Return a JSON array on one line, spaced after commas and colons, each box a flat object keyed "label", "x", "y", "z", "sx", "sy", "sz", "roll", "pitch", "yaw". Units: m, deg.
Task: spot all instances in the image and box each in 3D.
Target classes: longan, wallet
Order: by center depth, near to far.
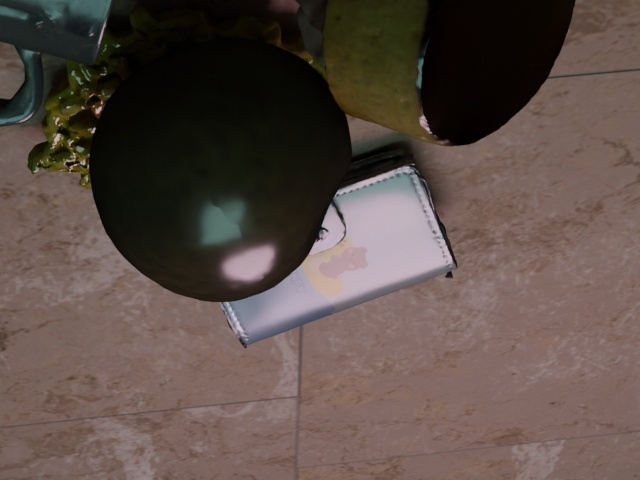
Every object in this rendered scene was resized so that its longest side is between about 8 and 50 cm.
[{"label": "longan", "x": -0.079, "y": -0.055, "z": 1.454, "sx": 0.198, "sy": 0.198, "sz": 0.212, "roll": 20, "pitch": 130, "yaw": -37}, {"label": "wallet", "x": 0.000, "y": 0.000, "z": 1.750, "sx": 0.231, "sy": 0.069, "sz": 0.170, "roll": -19, "pitch": 129, "yaw": 9}]

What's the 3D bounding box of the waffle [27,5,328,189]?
[{"label": "waffle", "x": -0.110, "y": -0.104, "z": 1.576, "sx": 0.245, "sy": 0.052, "sz": 0.254, "roll": 11, "pitch": 142, "yaw": -26}]

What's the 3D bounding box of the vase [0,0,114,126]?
[{"label": "vase", "x": -0.272, "y": -0.203, "z": 1.287, "sx": 0.301, "sy": 0.156, "sz": 0.251, "roll": 7, "pitch": 109, "yaw": -13}]

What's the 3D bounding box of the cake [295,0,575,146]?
[{"label": "cake", "x": 0.068, "y": -0.182, "z": 1.410, "sx": 0.207, "sy": 0.178, "sz": 0.185, "roll": -38, "pitch": 141, "yaw": -25}]
